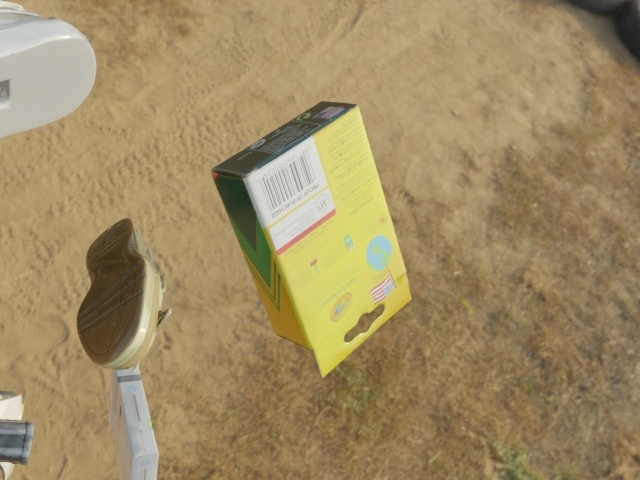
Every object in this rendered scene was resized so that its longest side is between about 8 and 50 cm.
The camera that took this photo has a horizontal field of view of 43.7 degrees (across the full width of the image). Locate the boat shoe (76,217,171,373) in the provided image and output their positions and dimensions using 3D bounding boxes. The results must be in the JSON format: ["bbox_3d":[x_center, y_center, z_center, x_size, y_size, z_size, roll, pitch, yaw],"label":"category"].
[{"bbox_3d":[-0.227,0.069,0.971,0.089,0.104,0.285,52,8,-30],"label":"boat shoe"}]

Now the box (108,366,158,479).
[{"bbox_3d":[-0.266,0.273,1.120,0.038,0.145,0.186,-3,38,-21],"label":"box"}]

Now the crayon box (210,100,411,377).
[{"bbox_3d":[0.000,0.000,1.075,0.202,0.319,0.081,-36,32,-30],"label":"crayon box"}]

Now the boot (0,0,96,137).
[{"bbox_3d":[-0.280,-0.108,0.514,0.123,0.095,0.258,28,31,21],"label":"boot"}]

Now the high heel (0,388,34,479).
[{"bbox_3d":[-0.366,0.172,0.713,0.186,0.261,0.093,11,71,-23],"label":"high heel"}]
